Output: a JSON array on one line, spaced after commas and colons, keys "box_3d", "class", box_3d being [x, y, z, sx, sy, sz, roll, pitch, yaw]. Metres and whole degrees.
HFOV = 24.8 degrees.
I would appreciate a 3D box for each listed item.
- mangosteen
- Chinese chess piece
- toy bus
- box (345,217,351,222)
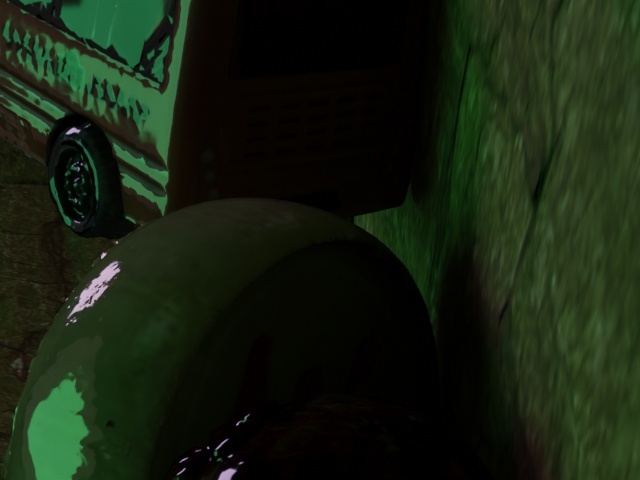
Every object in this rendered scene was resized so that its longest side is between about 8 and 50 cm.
[{"box_3d": [0.009, 0.148, 0.561, 0.184, 0.172, 0.172, 46, 159, 16], "class": "mangosteen"}, {"box_3d": [-0.041, 0.102, 0.725, 0.250, 0.103, 0.249, -19, -66, -50], "class": "Chinese chess piece"}, {"box_3d": [-0.132, -0.159, 0.972, 0.427, 0.203, 0.233, 31, 121, 43], "class": "toy bus"}, {"box_3d": [0.000, 0.000, 1.371, 0.123, 0.050, 0.229, 121, 150, -81], "class": "box"}]
